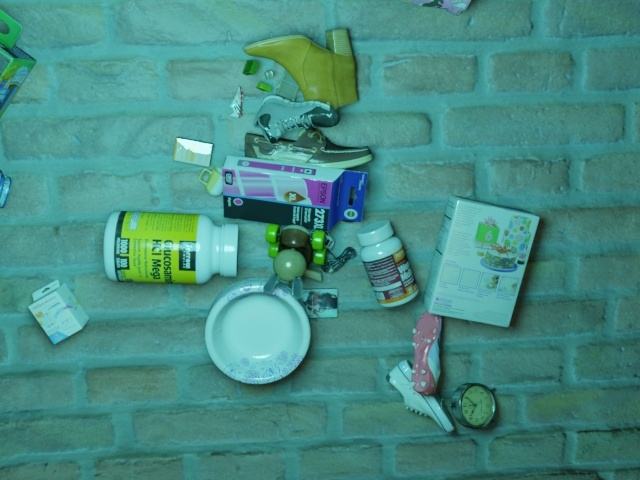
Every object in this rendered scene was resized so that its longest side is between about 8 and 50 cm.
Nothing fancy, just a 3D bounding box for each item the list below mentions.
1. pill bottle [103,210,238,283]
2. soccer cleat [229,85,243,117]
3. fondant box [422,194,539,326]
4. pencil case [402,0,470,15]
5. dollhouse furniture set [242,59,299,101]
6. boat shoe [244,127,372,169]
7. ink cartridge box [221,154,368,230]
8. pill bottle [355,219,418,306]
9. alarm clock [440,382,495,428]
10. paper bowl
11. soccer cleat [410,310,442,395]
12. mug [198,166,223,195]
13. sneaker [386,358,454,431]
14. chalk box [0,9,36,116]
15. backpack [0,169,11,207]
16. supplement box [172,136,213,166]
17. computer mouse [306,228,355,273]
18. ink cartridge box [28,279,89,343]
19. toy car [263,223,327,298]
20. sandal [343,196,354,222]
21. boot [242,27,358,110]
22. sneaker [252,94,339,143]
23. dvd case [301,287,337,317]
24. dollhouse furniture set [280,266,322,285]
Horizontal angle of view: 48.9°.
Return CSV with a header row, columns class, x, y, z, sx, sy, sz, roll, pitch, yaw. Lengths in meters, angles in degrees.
class,x,y,z,sx,sy,sz,roll,pitch,yaw
pill bottle,-0.385,0.020,1.854,0.334,0.188,0.187,2,103,-5
soccer cleat,-0.223,-0.366,1.862,0.036,0.029,0.083,1,107,-9
fondant box,0.445,0.059,1.978,0.238,0.096,0.330,11,102,-7
pencil case,0.213,-0.693,1.759,0.386,0.167,0.160,15,69,-8
dollhouse furniture set,-0.126,-0.425,1.859,0.152,0.058,0.076,18,94,-28
boat shoe,-0.034,-0.247,1.860,0.342,0.123,0.123,-1,101,3
ink cartridge box,-0.070,-0.117,1.835,0.371,0.069,0.175,6,134,1
pill bottle,0.181,0.063,1.944,0.121,0.121,0.221,-21,104,0
alarm clock,0.429,0.482,2.064,0.192,0.064,0.129,9,76,-27
paper bowl,-0.172,0.238,1.942,0.284,0.148,0.284,-1,103,-4
soccer cleat,0.310,0.320,2.014,0.095,0.083,0.248,33,60,-47
mug,-0.283,-0.159,1.893,0.078,0.062,0.064,37,107,6
sneaker,0.292,0.467,2.069,0.091,0.094,0.258,-37,94,14
chalk box,-0.836,-0.430,1.723,0.180,0.179,0.289,36,97,-10
backpack,-0.848,-0.132,1.821,0.084,0.114,0.105,17,100,-28
supplement box,-0.338,-0.237,1.877,0.098,0.036,0.062,11,101,-7
computer mouse,0.000,0.000,1.958,0.106,0.042,0.193,-40,108,10
ink cartridge box,-0.716,0.189,1.917,0.092,0.090,0.143,-30,104,3
toy car,-0.077,0.067,1.850,0.155,0.188,0.149,8,147,8
sandal,0.017,-0.120,1.926,0.219,0.060,0.090,22,107,-24
boot,-0.043,-0.422,1.809,0.295,0.104,0.211,-11,107,-16
sneaker,-0.072,-0.291,1.793,0.229,0.132,0.086,14,149,28
dvd case,-0.011,0.179,2.010,0.120,0.013,0.087,0,103,-4
dollhouse furniture set,-0.057,0.117,1.965,0.114,0.091,0.081,18,116,-11
